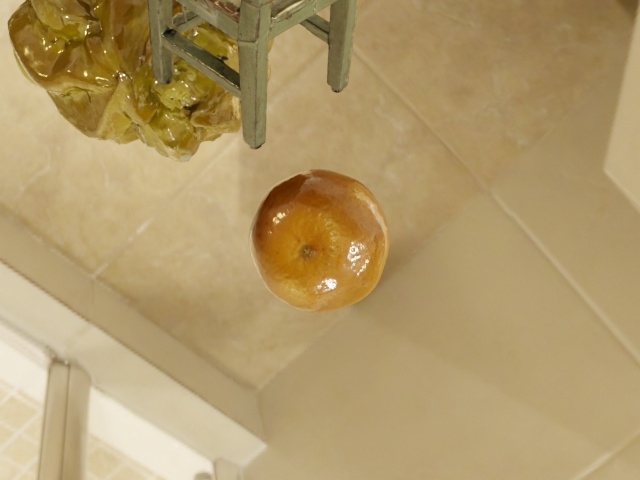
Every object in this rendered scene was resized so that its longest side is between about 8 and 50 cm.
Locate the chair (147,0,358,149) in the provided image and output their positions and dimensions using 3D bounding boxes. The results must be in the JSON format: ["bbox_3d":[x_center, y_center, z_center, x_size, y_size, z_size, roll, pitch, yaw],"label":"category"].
[{"bbox_3d":[-0.054,-0.232,0.740,0.136,0.147,0.270,-39,154,-30],"label":"chair"}]

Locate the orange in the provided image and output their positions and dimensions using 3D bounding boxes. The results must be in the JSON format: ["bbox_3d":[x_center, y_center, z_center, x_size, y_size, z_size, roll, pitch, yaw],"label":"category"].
[{"bbox_3d":[0.000,0.000,0.971,0.159,0.136,0.159,2,98,14],"label":"orange"}]

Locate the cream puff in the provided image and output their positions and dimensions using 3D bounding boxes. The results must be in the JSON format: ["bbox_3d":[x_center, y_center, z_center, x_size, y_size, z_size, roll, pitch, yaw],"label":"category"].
[{"bbox_3d":[-0.168,-0.220,0.996,0.291,0.257,0.324,-45,137,4],"label":"cream puff"}]
